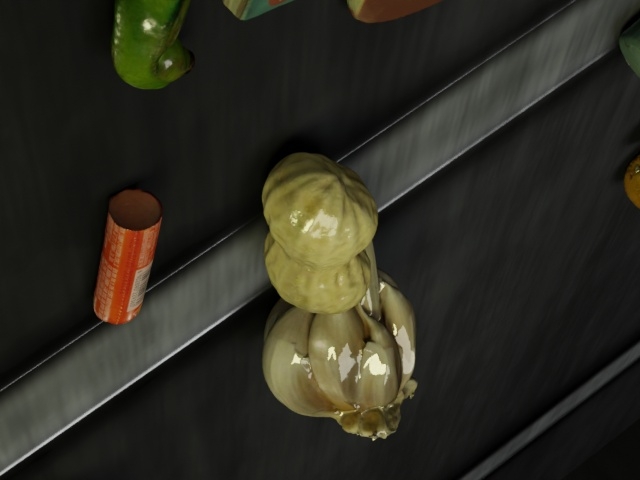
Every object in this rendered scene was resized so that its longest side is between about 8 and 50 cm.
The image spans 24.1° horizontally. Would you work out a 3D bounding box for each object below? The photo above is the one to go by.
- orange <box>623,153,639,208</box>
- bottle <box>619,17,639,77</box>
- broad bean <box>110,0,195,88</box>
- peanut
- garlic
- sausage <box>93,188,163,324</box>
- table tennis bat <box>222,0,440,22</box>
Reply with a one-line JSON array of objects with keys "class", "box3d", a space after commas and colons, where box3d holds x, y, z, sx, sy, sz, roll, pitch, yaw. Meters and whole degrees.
[{"class": "orange", "box3d": [0.365, -0.063, 1.608, 0.085, 0.085, 0.085, -35, 159, -15]}, {"class": "bottle", "box3d": [0.382, -0.233, 1.268, 0.286, 0.082, 0.082, -41, 160, 1]}, {"class": "broad bean", "box3d": [-0.071, -0.131, 0.734, 0.061, 0.046, 0.195, -42, 168, -31]}, {"class": "peanut", "box3d": [0.000, 0.000, 1.077, 0.082, 0.082, 0.187, -33, 155, -18]}, {"class": "garlic", "box3d": [0.011, 0.061, 1.212, 0.131, 0.127, 0.194, -47, 142, -40]}, {"class": "sausage", "box3d": [-0.126, 0.016, 0.964, 0.034, 0.034, 0.129, -29, 157, -29]}, {"class": "table tennis bat", "box3d": [0.052, -0.180, 0.887, 0.274, 0.021, 0.154, -26, 156, -37]}]
